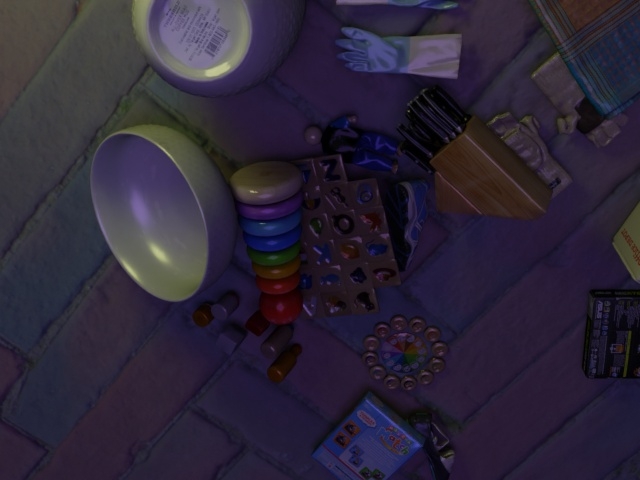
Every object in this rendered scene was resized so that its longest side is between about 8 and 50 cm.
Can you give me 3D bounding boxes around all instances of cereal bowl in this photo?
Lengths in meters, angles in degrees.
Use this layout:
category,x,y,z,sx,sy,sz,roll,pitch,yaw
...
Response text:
category,x,y,z,sx,sy,sz,roll,pitch,yaw
cereal bowl,-0.274,-0.062,1.601,0.339,0.141,0.339,23,126,36

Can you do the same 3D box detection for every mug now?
category,x,y,z,sx,sy,sz,roll,pitch,yaw
mug,-0.136,-0.404,1.388,0.374,0.328,0.276,-42,105,18

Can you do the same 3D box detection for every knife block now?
category,x,y,z,sx,sy,sz,roll,pitch,yaw
knife block,0.281,-0.167,1.554,0.276,0.088,0.242,7,125,21

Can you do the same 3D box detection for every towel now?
category,x,y,z,sx,sy,sz,roll,pitch,yaw
towel,0.510,-0.427,1.472,0.271,0.040,0.370,-36,106,5

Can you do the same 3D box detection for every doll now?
category,x,y,z,sx,sy,sz,roll,pitch,yaw
doll,0.058,-0.175,1.625,0.189,0.046,0.129,16,112,-4

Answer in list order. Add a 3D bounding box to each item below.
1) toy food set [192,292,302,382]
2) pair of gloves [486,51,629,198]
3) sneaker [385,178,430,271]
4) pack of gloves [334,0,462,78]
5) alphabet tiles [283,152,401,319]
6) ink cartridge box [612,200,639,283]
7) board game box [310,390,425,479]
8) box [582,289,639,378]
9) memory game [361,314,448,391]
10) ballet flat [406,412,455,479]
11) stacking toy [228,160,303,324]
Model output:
category,x,y,z,sx,sy,sz,roll,pitch,yaw
toy food set,-0.141,0.179,1.778,0.232,0.104,0.111,33,126,9
pair of gloves,0.432,-0.210,1.590,0.204,0.042,0.240,35,112,-14
sneaker,0.173,-0.026,1.661,0.081,0.080,0.211,-25,138,-31
pack of gloves,0.140,-0.398,1.539,0.232,0.046,0.195,4,102,-1
alphabet tiles,0.000,0.000,1.690,0.285,0.011,0.342,-7,112,19
ink cartridge box,0.677,-0.052,1.550,0.117,0.207,0.283,27,112,-6
board game box,0.102,0.450,1.858,0.160,0.039,0.211,40,118,2
box,0.639,0.192,1.745,0.184,0.045,0.190,-2,112,2
memory game,0.179,0.241,1.810,0.186,0.012,0.186,1,113,3
ballet flat,0.255,0.460,1.868,0.074,0.074,0.203,-21,108,12
stacking toy,-0.085,0.019,1.653,0.141,0.141,0.330,-4,119,5
